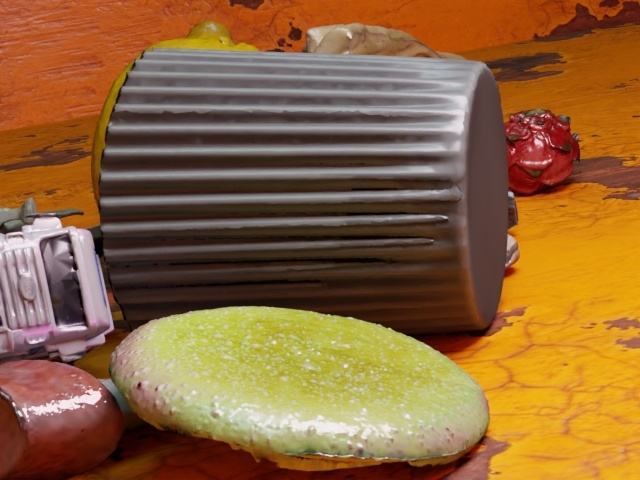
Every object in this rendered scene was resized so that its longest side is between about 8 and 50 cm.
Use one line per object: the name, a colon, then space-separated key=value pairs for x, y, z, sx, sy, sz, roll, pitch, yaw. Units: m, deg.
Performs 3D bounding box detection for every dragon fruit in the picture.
dragon fruit: x=0.279 y=-0.120 z=2.007 sx=0.130 sy=0.121 sz=0.142 roll=29 pitch=-4 yaw=16

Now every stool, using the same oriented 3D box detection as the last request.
stool: x=-0.002 y=-0.038 z=1.433 sx=0.330 sy=0.297 sz=0.297 roll=1 pitch=14 yaw=16

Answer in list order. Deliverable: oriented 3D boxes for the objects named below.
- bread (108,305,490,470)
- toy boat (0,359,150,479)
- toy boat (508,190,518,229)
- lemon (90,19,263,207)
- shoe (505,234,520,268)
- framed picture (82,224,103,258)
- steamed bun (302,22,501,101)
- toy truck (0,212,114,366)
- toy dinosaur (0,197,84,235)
bread: x=-0.017 y=0.105 z=1.147 sx=0.301 sy=0.045 sz=0.301 roll=7 pitch=13 yaw=-2
toy boat: x=-0.179 y=0.135 z=1.234 sx=0.206 sy=0.096 sz=0.282 roll=-11 pitch=-2 yaw=44
toy boat: x=0.162 y=-0.027 z=1.766 sx=0.140 sy=0.059 sz=0.066 roll=-16 pitch=31 yaw=-8
lemon: x=-0.148 y=-0.107 z=1.789 sx=0.245 sy=0.320 sz=0.245 roll=7 pitch=-7 yaw=1
shoe: x=0.125 y=-0.006 z=1.624 sx=0.180 sy=0.092 sz=0.089 roll=-3 pitch=13 yaw=23
framed picture: x=-0.336 y=0.049 z=1.603 sx=0.209 sy=0.019 sz=0.281 roll=-15 pitch=-10 yaw=-36
steamed bun: x=0.075 y=-0.173 z=2.144 sx=0.189 sy=0.247 sz=0.428 roll=16 pitch=5 yaw=37
toy truck: x=-0.262 y=0.061 z=1.333 sx=0.155 sy=0.124 sz=0.268 roll=-10 pitch=-8 yaw=-24
toy dinosaur: x=-0.441 y=-0.003 z=2.005 sx=0.205 sy=0.092 sz=0.393 roll=-8 pitch=19 yaw=30
